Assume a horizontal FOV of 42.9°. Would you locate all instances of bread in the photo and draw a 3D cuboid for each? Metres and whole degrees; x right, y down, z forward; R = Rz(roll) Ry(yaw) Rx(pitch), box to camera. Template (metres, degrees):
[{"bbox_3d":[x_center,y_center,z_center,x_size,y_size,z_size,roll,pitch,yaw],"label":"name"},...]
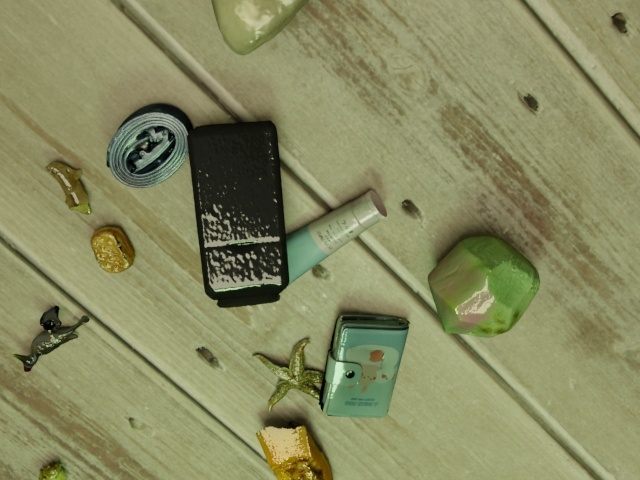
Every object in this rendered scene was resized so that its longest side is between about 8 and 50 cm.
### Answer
[{"bbox_3d":[-0.459,0.021,1.791,0.083,0.044,0.110,-18,113,10],"label":"bread"}]

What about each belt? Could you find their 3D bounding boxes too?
[{"bbox_3d":[-0.352,-0.194,1.680,0.190,0.082,0.141,-38,109,14],"label":"belt"}]

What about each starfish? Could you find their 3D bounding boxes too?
[{"bbox_3d":[-0.063,0.328,1.913,0.223,0.050,0.217,29,117,-5],"label":"starfish"}]

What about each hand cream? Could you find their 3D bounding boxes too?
[{"bbox_3d":[0.000,0.000,1.773,0.312,0.070,0.111,-30,110,21],"label":"hand cream"}]

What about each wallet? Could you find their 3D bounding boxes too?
[{"bbox_3d":[0.097,0.291,1.868,0.176,0.075,0.250,4,113,-16],"label":"wallet"}]

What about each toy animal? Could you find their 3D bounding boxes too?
[{"bbox_3d":[-0.627,0.232,1.870,0.105,0.070,0.202,32,106,-31],"label":"toy animal"}]

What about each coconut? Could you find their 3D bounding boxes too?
[{"bbox_3d":[0.335,0.107,1.726,0.204,0.236,0.236,43,111,22],"label":"coconut"}]

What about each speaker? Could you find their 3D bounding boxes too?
[{"bbox_3d":[-0.168,-0.044,1.699,0.180,0.184,0.388,-5,93,-6],"label":"speaker"}]

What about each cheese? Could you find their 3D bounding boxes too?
[{"bbox_3d":[-0.130,-0.479,1.510,0.251,0.173,0.248,31,101,-12],"label":"cheese"}]

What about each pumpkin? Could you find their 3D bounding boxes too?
[{"bbox_3d":[-0.054,0.545,1.964,0.131,0.126,0.248,-13,93,15],"label":"pumpkin"}]

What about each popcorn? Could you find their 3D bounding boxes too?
[{"bbox_3d":[-0.659,0.578,2.014,0.068,0.059,0.083,11,130,-27],"label":"popcorn"}]

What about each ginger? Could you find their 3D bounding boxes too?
[{"bbox_3d":[-0.531,-0.110,1.742,0.057,0.044,0.137,-15,111,26],"label":"ginger"}]
